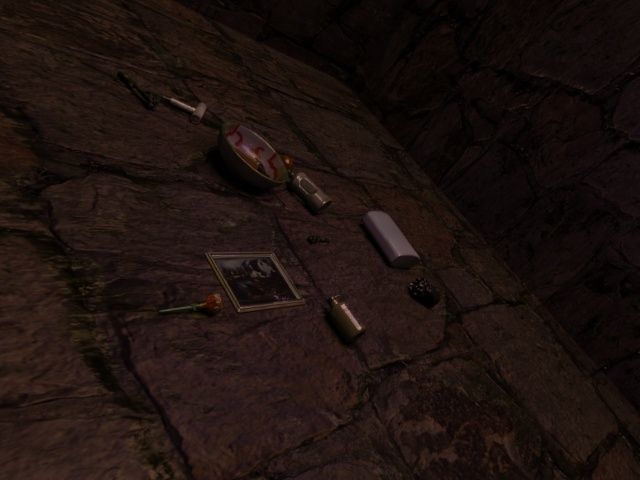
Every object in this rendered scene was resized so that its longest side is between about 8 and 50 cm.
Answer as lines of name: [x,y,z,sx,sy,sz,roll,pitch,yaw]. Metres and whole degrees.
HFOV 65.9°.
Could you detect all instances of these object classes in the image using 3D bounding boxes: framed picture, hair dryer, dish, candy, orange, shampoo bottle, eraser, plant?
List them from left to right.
hair dryer: [-0.573,-0.569,2.063,0.183,0.044,0.154,28,27,-18]
candy: [-0.327,0.170,1.263,0.185,0.049,0.055,-3,93,-46]
dish: [-0.290,-0.312,1.957,0.324,0.124,0.324,38,25,-21]
framed picture: [-0.194,0.117,1.537,0.296,0.019,0.232,1,46,-52]
orange: [-0.160,-0.343,2.214,0.085,0.085,0.085,31,28,-19]
shampoo bottle: [-0.064,-0.224,2.146,0.234,0.087,0.118,45,26,9]
shampoo bottle: [0.075,0.251,1.617,0.079,0.079,0.162,-2,49,-54]
eraser: [0.326,-0.008,2.310,0.189,0.104,0.290,14,37,-49]
plant: [0.453,0.224,2.145,0.143,0.092,0.094,41,34,-12]

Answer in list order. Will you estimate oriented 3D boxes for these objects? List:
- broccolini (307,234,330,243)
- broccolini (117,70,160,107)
broccolini: [0.000,0.000,1.964,0.140,0.030,0.035,9,48,-53]
broccolini: [-0.702,-0.586,1.914,0.216,0.067,0.058,39,22,18]
